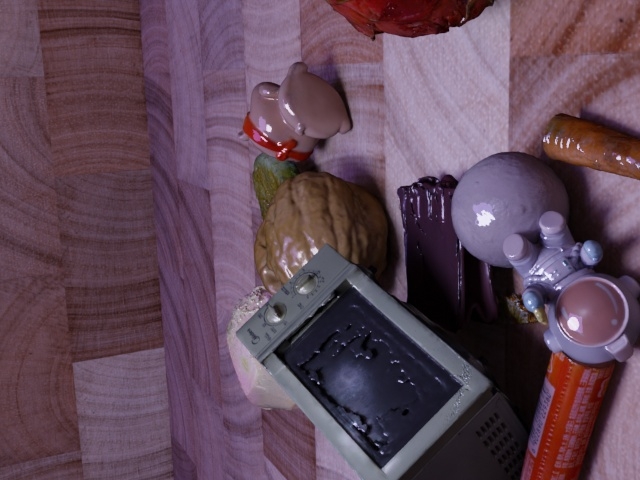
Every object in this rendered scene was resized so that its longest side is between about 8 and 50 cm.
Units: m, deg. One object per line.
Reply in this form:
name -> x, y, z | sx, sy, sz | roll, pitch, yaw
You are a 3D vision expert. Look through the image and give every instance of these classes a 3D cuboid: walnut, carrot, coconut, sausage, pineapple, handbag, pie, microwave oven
walnut -> 0.000, 0.000, 1.435 | 0.257, 0.257, 0.224 | 62, 180, 38
carrot -> 0.340, -0.087, 0.887 | 0.224, 0.057, 0.057 | 32, 126, 52
coconut -> -0.073, 0.224, 1.643 | 0.245, 0.233, 0.233 | -119, 33, -41
sausage -> 0.300, 0.247, 1.027 | 0.074, 0.074, 0.274 | -134, 44, -52
pineapple -> 0.264, 0.094, 1.123 | 0.083, 0.019, 0.045 | 170, 90, -68
handbag -> 0.183, 0.013, 1.190 | 0.203, 0.073, 0.216 | -167, 73, -73
pie -> -0.070, -0.057, 1.706 | 0.277, 0.078, 0.277 | 166, 90, -76
microwave oven -> 0.100, 0.206, 1.145 | 0.355, 0.218, 0.286 | 40, 173, 44

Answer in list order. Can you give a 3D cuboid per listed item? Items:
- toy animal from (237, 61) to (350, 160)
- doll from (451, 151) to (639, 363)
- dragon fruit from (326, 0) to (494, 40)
toy animal -> -0.052, -0.229, 1.546 | 0.197, 0.171, 0.171 | -28, 71, 49
doll -> 0.270, 0.026, 0.967 | 0.287, 0.150, 0.151 | 59, 147, 30
dragon fruit -> 0.098, -0.399, 1.017 | 0.302, 0.295, 0.296 | 54, 179, -43
